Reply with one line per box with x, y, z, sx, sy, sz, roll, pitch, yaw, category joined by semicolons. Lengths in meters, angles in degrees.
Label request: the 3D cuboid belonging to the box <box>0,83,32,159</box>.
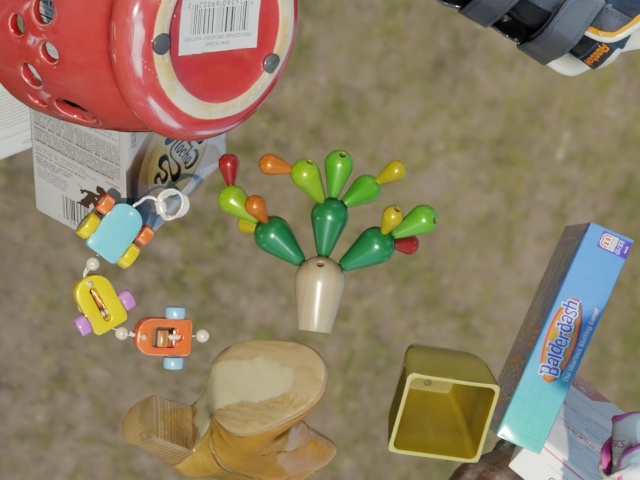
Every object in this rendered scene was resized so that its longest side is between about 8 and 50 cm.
-0.343;-0.129;1.945;0.102;0.101;0.087;-25;115;-37;box

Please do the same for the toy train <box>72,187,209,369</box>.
-0.168;0.035;1.795;0.125;0.046;0.166;-3;96;-19;toy train

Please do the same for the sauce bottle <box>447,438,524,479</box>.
0.163;0.319;2.167;0.344;0.111;0.111;-52;147;-20;sauce bottle

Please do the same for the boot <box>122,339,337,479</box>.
-0.046;0.195;2.114;0.211;0.295;0.104;24;56;-42;boot

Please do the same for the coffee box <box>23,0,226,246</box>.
-0.176;-0.155;1.819;0.168;0.119;0.297;-48;155;-37;coffee box

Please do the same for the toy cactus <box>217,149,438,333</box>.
0.000;0.000;1.937;0.112;0.219;0.180;160;-63;-82;toy cactus

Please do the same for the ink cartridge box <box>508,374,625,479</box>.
0.252;0.211;1.915;0.067;0.115;0.198;-52;178;20;ink cartridge box

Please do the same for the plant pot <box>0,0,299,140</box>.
-0.125;-0.164;1.418;0.191;0.174;0.191;-21;121;-40;plant pot

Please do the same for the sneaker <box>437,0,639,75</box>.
0.197;-0.218;1.690;0.126;0.321;0.127;141;-47;-72;sneaker

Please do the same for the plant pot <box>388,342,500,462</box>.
0.101;0.132;1.708;0.083;0.081;0.081;-102;-157;-61;plant pot

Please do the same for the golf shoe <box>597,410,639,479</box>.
0.260;0.215;1.557;0.140;0.115;0.306;34;75;-15;golf shoe

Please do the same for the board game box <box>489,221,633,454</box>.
0.216;0.088;1.823;0.160;0.047;0.210;136;-22;-88;board game box
